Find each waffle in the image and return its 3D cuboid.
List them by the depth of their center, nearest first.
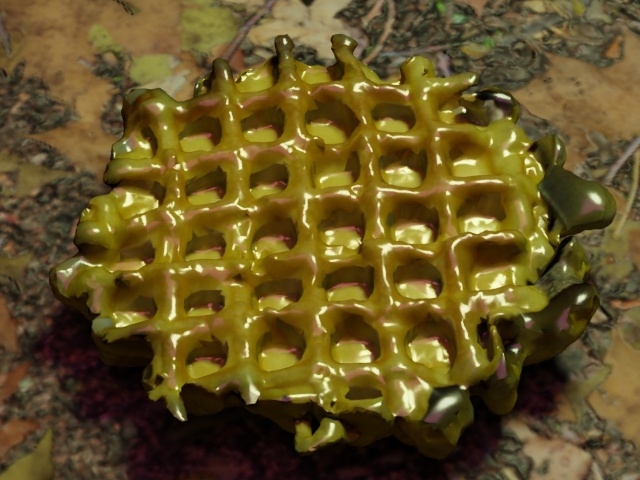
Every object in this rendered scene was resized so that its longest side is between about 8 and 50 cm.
[{"bbox_3d":[0.010,0.004,0.996,0.329,0.062,0.329,0,51,1],"label":"waffle"}]
